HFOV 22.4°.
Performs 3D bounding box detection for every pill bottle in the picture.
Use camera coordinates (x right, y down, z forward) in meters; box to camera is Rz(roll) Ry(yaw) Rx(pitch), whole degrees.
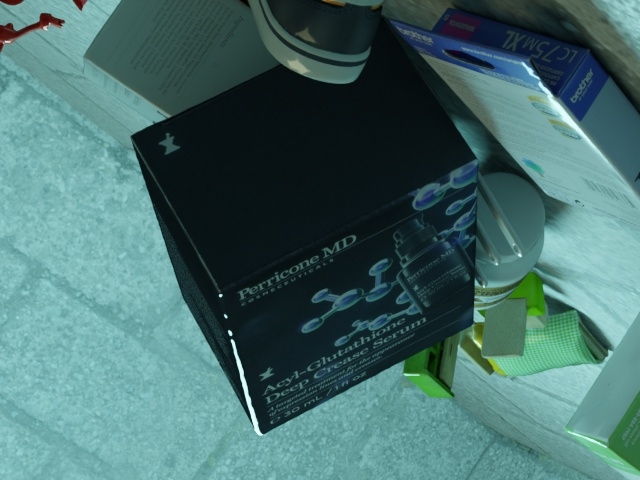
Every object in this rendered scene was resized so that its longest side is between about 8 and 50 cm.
[{"bbox_3d":[0.200,-0.001,1.952,0.131,0.131,0.229,34,166,6],"label":"pill bottle"}]

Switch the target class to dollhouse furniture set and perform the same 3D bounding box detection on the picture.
[{"bbox_3d":[0.281,0.179,2.372,0.198,0.151,0.301,-5,152,29],"label":"dollhouse furniture set"}]

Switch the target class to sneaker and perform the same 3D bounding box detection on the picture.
[{"bbox_3d":[-0.023,-0.271,1.376,0.126,0.127,0.321,1,-142,-31],"label":"sneaker"}]

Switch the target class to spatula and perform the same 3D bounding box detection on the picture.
[{"bbox_3d":[0.142,-0.069,1.787,0.242,0.019,0.168,62,159,9],"label":"spatula"}]

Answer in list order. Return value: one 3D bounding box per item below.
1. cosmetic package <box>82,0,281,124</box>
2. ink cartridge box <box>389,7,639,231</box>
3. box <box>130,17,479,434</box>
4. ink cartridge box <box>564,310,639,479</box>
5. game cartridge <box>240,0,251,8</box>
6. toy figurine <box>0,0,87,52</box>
[{"bbox_3d":[-0.148,-0.202,1.794,0.184,0.151,0.151,35,174,-5],"label":"cosmetic package"},{"bbox_3d":[0.215,-0.115,1.483,0.186,0.065,0.311,26,171,48],"label":"ink cartridge box"},{"bbox_3d":[-0.004,-0.004,1.755,0.212,0.294,0.395,58,170,26],"label":"box"},{"bbox_3d":[0.499,0.253,1.967,0.353,0.207,0.119,38,171,-16],"label":"ink cartridge box"},{"bbox_3d":[-0.105,-0.281,1.865,0.324,0.052,0.285,42,169,-37],"label":"game cartridge"},{"bbox_3d":[-0.426,-0.407,1.942,0.362,0.191,0.217,50,-177,-15],"label":"toy figurine"}]
